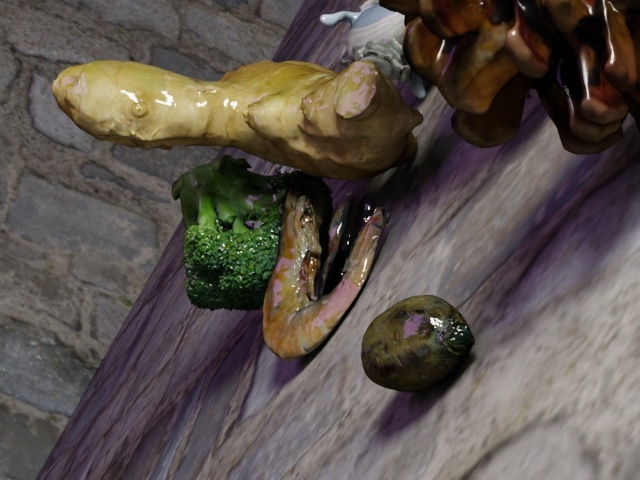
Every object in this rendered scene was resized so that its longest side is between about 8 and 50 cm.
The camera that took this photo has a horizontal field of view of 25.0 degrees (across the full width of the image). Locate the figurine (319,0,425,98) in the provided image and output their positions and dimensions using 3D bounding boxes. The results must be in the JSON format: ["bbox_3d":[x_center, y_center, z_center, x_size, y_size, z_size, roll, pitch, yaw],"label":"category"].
[{"bbox_3d":[0.092,-0.227,1.374,0.184,0.128,0.208,-59,17,-23],"label":"figurine"}]

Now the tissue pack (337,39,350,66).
[{"bbox_3d":[0.092,-0.269,1.672,0.155,0.065,0.115,-61,12,-25],"label":"tissue pack"}]

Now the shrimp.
[{"bbox_3d":[0.000,0.000,1.245,0.152,0.046,0.219,-46,28,36],"label":"shrimp"}]

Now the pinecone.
[{"bbox_3d":[0.123,-0.124,0.710,0.195,0.179,0.150,-5,51,51],"label":"pinecone"}]

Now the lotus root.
[{"bbox_3d":[0.056,0.059,0.842,0.054,0.049,0.099,-60,15,-24],"label":"lotus root"}]

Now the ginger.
[{"bbox_3d":[-0.008,-0.111,1.347,0.348,0.363,0.122,16,95,37],"label":"ginger"}]

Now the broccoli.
[{"bbox_3d":[-0.066,-0.013,1.421,0.195,0.156,0.195,-28,-4,-2],"label":"broccoli"}]
